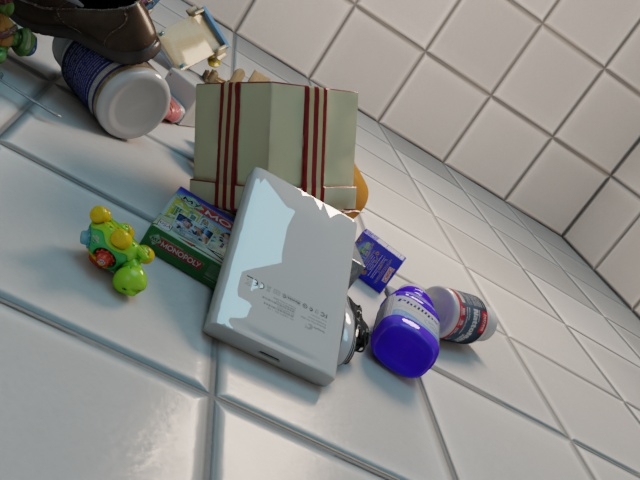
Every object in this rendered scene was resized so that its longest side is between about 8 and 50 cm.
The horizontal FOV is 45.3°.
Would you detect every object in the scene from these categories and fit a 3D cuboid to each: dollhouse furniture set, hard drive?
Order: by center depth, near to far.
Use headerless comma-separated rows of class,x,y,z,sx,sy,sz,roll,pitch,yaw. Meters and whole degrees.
hard drive,-0.049,0.047,1.167,0.203,0.040,0.308,28,45,-19
dollhouse furniture set,-0.475,-0.583,2.246,0.286,0.198,0.303,-41,102,-34
dollhouse furniture set,-0.257,-0.492,2.315,0.144,0.123,0.151,25,20,-29

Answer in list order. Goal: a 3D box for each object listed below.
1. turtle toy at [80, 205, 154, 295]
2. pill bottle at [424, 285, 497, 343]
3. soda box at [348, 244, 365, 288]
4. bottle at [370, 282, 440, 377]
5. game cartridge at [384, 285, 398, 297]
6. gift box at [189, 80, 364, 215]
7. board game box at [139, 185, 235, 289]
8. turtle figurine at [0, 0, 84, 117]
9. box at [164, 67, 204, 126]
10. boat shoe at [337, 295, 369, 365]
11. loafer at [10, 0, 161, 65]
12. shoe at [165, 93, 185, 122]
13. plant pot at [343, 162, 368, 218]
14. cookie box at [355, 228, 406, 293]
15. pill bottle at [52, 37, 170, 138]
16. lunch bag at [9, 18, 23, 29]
turtle toy,-0.271,0.017,1.024,0.130,0.066,0.095,45,-4,23
pill bottle,0.289,0.160,1.598,0.180,0.108,0.108,16,25,-44
soda box,0.000,0.000,1.525,0.098,0.091,0.286,29,18,-22
bottle,0.162,0.152,1.412,0.118,0.092,0.283,33,17,0
game cartridge,0.178,0.129,1.635,0.083,0.017,0.056,27,22,-22
gift box,-0.064,-0.152,1.416,0.276,0.258,0.255,-2,9,-40
board game box,-0.127,0.038,1.271,0.317,0.046,0.213,31,18,-9
turtle figurine,-0.577,-0.384,1.323,0.266,0.198,0.274,11,25,-49
box,-0.323,-0.339,1.824,0.101,0.102,0.087,40,16,14
boat shoe,0.045,0.149,1.252,0.076,0.080,0.228,30,10,-10
loafer,-0.457,-0.456,1.450,0.365,0.130,0.134,22,46,15
shoe,-0.393,-0.339,1.758,0.178,0.063,0.081,43,14,14
plant pot,0.011,-0.137,1.776,0.188,0.205,0.205,40,8,-46
cookie box,0.111,0.043,1.615,0.107,0.092,0.040,37,21,7
pill bottle,-0.426,-0.332,1.532,0.153,0.153,0.265,11,29,-52
lunch bag,-0.708,-0.553,1.609,0.223,0.160,0.262,38,28,1
